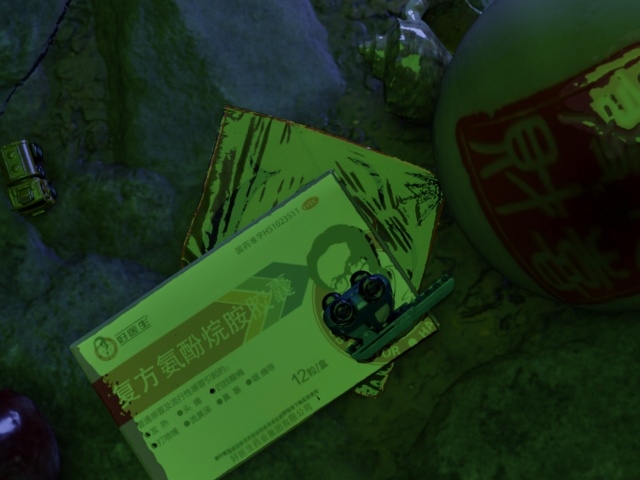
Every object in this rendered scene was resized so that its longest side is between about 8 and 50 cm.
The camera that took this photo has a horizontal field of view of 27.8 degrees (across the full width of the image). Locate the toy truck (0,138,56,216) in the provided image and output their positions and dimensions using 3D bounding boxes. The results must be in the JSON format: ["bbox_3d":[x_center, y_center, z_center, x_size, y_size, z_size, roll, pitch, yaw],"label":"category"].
[{"bbox_3d":[-0.339,-0.070,1.482,0.049,0.054,0.083,-20,81,2],"label":"toy truck"}]

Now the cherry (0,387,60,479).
[{"bbox_3d":[-0.399,0.267,1.371,0.230,0.203,0.300,13,97,5],"label":"cherry"}]

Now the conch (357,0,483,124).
[{"bbox_3d":[0.142,-0.199,1.416,0.207,0.130,0.155,10,97,-9],"label":"conch"}]

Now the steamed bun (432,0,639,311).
[{"bbox_3d":[0.289,-0.085,1.262,0.374,0.241,0.374,8,127,10],"label":"steamed bun"}]

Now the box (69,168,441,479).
[{"bbox_3d":[-0.071,0.108,1.416,0.353,0.069,0.214,-33,82,-2],"label":"box"}]

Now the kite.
[{"bbox_3d":[0.000,0.000,1.459,0.327,0.013,0.378,-25,82,2],"label":"kite"}]

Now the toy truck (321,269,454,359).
[{"bbox_3d":[0.068,0.060,1.353,0.136,0.063,0.074,-38,102,-2],"label":"toy truck"}]
